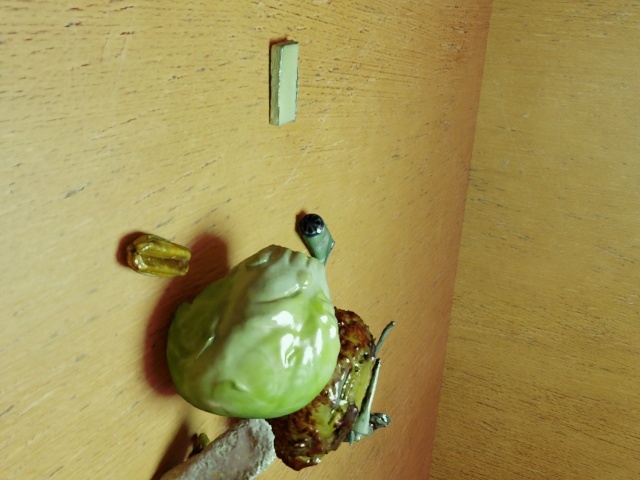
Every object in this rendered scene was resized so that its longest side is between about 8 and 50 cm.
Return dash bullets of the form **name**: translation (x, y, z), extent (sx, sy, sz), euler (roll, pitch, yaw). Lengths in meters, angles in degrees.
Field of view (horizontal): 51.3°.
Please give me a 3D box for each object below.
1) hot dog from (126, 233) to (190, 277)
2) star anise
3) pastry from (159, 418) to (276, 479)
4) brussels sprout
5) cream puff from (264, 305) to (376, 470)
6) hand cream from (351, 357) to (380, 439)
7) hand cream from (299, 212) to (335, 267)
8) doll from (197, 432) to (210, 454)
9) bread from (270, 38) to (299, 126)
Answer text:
- **hot dog**: translation (-0.243, 0.024, 1.007), extent (0.144, 0.038, 0.062), euler (18, 83, -68)
- **star anise**: translation (0.090, 0.312, 1.437), extent (0.148, 0.218, 0.228), euler (31, 40, -66)
- **pastry**: translation (-0.191, 0.409, 1.154), extent (0.265, 0.103, 0.112), euler (-31, 166, -13)
- **brussels sprout**: translation (-0.102, 0.167, 1.135), extent (0.316, 0.242, 0.274), euler (-44, 123, -14)
- **cream puff**: translation (-0.026, 0.287, 1.375), extent (0.350, 0.228, 0.351), euler (-156, -90, -86)
- **hand cream**: translation (0.095, 0.315, 1.335), extent (0.057, 0.037, 0.165), euler (112, -7, -77)
- **hand cream**: translation (0.000, 0.000, 1.518), extent (0.235, 0.055, 0.086), euler (62, 49, -66)
- **doll**: translation (-0.212, 0.450, 1.237), extent (0.089, 0.101, 0.180), euler (-148, -113, -74)
- **bread**: translation (-0.068, -0.292, 1.242), extent (0.068, 0.028, 0.154), euler (-38, 136, -54)
